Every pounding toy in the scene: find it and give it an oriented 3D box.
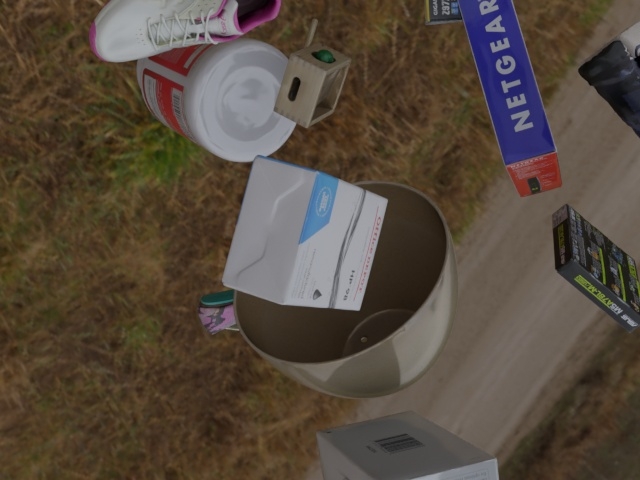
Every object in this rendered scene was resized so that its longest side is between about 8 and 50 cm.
[{"bbox_3d":[-0.017,-0.294,1.558,0.130,0.100,0.141,-40,155,-56],"label":"pounding toy"}]

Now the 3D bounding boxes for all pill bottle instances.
[{"bbox_3d":[-0.224,-0.310,1.787,0.228,0.407,0.229,-11,114,-27],"label":"pill bottle"}]

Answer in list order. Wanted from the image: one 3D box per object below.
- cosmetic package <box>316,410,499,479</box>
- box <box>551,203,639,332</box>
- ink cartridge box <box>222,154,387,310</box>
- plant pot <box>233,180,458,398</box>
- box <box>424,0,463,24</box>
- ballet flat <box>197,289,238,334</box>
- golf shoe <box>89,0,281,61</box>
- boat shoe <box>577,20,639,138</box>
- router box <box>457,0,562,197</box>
[{"bbox_3d":[0.104,0.337,1.014,0.138,0.224,0.225,-8,95,-17],"label":"cosmetic package"},{"bbox_3d":[0.494,0.045,1.590,0.184,0.191,0.045,39,122,-15],"label":"box"},{"bbox_3d":[0.000,0.000,0.739,0.180,0.060,0.104,13,92,-64],"label":"ink cartridge box"},{"bbox_3d":[0.058,0.091,1.138,0.284,0.284,0.191,-38,131,-6],"label":"plant pot"},{"bbox_3d":[0.240,-0.589,1.671,0.257,0.079,0.322,-56,143,-62],"label":"box"},{"bbox_3d":[-0.093,0.104,1.486,0.221,0.077,0.079,-17,113,-8],"label":"ballet flat"},{"bbox_3d":[-0.200,-0.345,1.358,0.306,0.140,0.115,-28,135,-16],"label":"golf shoe"},{"bbox_3d":[0.491,-0.243,1.229,0.340,0.158,0.127,-35,178,-35],"label":"boat shoe"},{"bbox_3d":[0.318,-0.260,1.498,0.082,0.336,0.301,-16,170,14],"label":"router box"}]
